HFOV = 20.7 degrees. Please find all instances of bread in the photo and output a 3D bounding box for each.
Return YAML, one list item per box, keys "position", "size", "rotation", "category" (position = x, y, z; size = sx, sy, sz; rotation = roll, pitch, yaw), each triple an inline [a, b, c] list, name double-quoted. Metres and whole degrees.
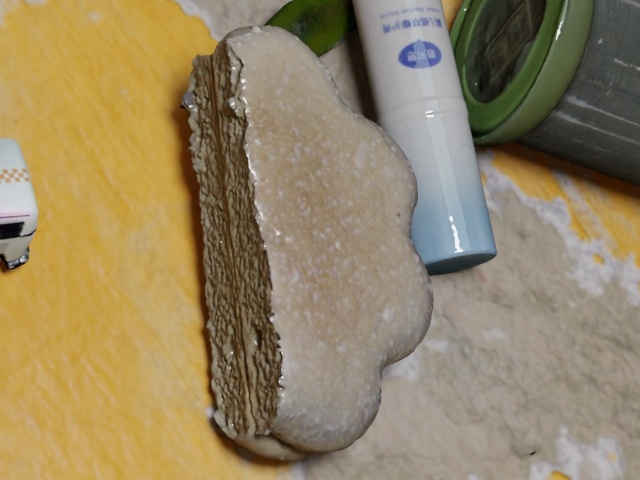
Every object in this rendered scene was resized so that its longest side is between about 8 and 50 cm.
- position: [-0.005, 0.001, 1.357]
  size: [0.183, 0.102, 0.337]
  rotation: [6, 70, -37]
  category: "bread"

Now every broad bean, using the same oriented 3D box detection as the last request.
- position: [-0.019, -0.171, 1.486]
  size: [0.297, 0.043, 0.060]
  rotation: [-37, 96, -38]
  category: "broad bean"

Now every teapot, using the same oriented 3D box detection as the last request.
- position: [0.296, -0.152, 1.562]
  size: [0.337, 0.200, 0.270]
  rotation: [18, 45, -22]
  category: "teapot"

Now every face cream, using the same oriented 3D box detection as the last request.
- position: [0.085, -0.100, 1.462]
  size: [0.077, 0.077, 0.250]
  rotation: [-6, 78, -31]
  category: "face cream"

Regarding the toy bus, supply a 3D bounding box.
- position: [-0.294, -0.022, 1.231]
  size: [0.194, 0.089, 0.087]
  rotation: [-7, 69, -30]
  category: "toy bus"
